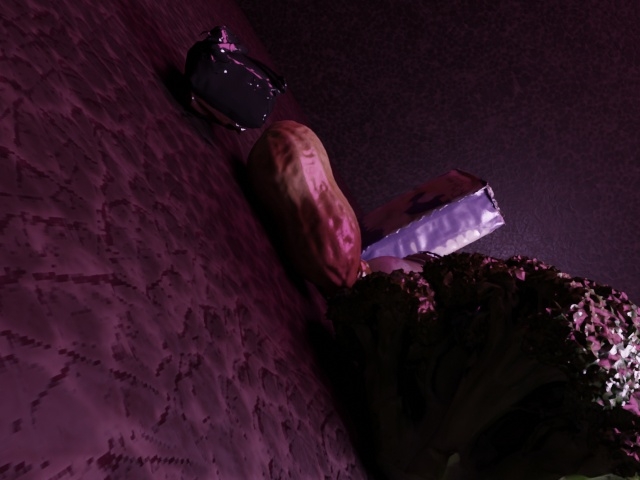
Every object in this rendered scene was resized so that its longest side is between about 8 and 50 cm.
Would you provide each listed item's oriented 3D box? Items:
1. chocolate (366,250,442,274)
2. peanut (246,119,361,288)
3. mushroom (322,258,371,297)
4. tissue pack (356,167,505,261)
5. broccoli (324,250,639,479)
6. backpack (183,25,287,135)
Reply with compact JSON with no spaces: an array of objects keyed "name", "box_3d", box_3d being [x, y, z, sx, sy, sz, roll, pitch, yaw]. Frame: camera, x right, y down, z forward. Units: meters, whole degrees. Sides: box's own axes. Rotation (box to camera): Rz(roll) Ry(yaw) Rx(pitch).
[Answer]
[{"name":"chocolate","box_3d":[0.116,0.106,0.838,0.147,0.221,0.221,13,39,-38]},{"name":"peanut","box_3d":[-0.025,-0.051,0.672,0.257,0.123,0.123,66,11,21]},{"name":"mushroom","box_3d":[0.000,0.000,0.794,0.209,0.084,0.071,56,-33,25]},{"name":"tissue pack","box_3d":[0.208,-0.028,1.119,0.125,0.343,0.242,59,8,-14]},{"name":"broccoli","box_3d":[0.211,0.166,0.563,0.413,0.321,0.310,48,26,-4]},{"name":"backpack","box_3d":[-0.122,-0.200,0.648,0.120,0.106,0.165,31,3,-23]}]
